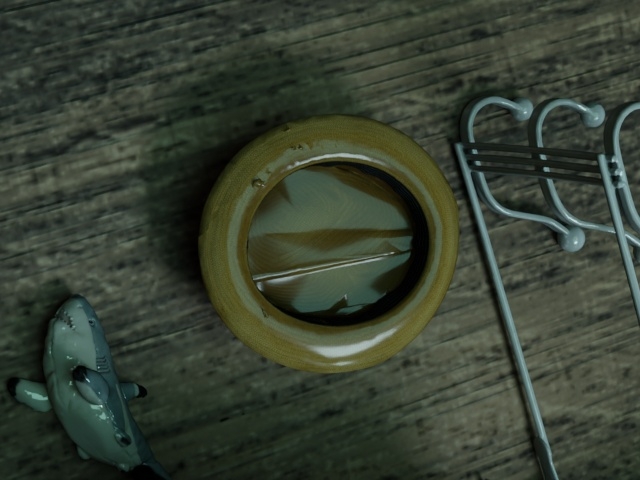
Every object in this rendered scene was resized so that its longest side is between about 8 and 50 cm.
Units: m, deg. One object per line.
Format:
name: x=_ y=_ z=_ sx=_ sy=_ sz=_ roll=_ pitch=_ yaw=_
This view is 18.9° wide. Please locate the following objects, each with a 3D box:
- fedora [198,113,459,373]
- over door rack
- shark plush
fedora: x=0.000 y=0.000 z=1.352 sx=0.194 sy=0.079 sz=0.194 roll=-2 pitch=96 yaw=-20
over door rack: x=0.199 y=0.057 z=1.370 sx=0.108 sy=0.239 sz=0.324 roll=-8 pitch=98 yaw=-20
shark plush: x=-0.135 y=0.115 z=1.311 sx=0.161 sy=0.073 sz=0.067 roll=48 pitch=43 yaw=-17
